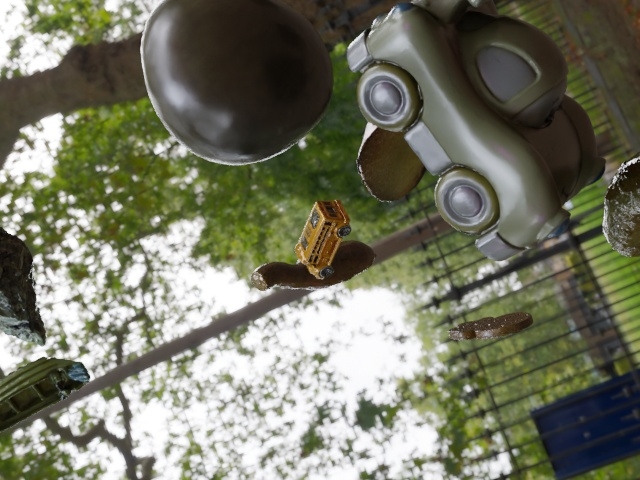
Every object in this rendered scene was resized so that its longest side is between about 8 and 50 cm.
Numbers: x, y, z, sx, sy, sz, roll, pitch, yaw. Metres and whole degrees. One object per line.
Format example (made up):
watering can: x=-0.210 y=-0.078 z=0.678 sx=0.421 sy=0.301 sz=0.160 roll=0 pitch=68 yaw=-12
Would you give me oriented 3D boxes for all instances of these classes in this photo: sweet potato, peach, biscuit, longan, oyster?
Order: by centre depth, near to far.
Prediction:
sweet potato: x=0.426 y=-0.056 z=1.063 sx=0.310 sy=0.098 sz=0.124 roll=103 pitch=152 yaw=-78
longan: x=-0.117 y=-0.252 z=1.227 sx=0.300 sy=0.243 sz=0.300 roll=30 pitch=-129 yaw=-46
peach: x=0.119 y=-0.160 z=1.454 sx=0.279 sy=0.068 sz=0.188 roll=-17 pitch=-63 yaw=-52
biscuit: x=0.334 y=0.171 z=1.634 sx=0.124 sy=0.175 sz=0.026 roll=-18 pitch=-87 yaw=-43
sweet potato: x=-0.015 y=0.066 z=1.935 sx=0.385 sy=0.109 sz=0.109 roll=-13 pitch=-104 yaw=-42
oyster: x=-0.743 y=0.111 z=1.981 sx=0.158 sy=0.162 sz=0.350 roll=-121 pitch=10 yaw=-60

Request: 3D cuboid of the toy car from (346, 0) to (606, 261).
toy car: x=0.223 y=-0.177 z=1.031 sx=0.336 sy=0.226 sz=0.242 roll=52 pitch=-141 yaw=-1

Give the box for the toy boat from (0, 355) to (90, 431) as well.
toy boat: x=-0.691 y=0.357 z=1.991 sx=0.084 sy=0.276 sz=0.111 roll=49 pitch=160 yaw=39

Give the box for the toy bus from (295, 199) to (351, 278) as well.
toy bus: x=0.000 y=0.000 z=1.646 sx=0.074 sy=0.162 sz=0.069 roll=2 pitch=-140 yaw=-28
